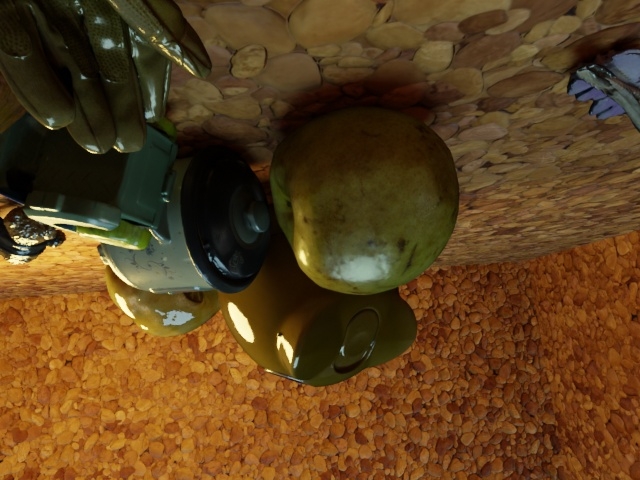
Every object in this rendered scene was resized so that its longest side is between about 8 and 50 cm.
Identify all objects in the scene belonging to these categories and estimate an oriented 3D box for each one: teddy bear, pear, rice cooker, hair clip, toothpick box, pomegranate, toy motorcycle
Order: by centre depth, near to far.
[{"bbox_3d":[-0.379,-0.109,0.614,0.325,0.192,0.200,6,169,18],"label":"toy motorcycle"},{"bbox_3d":[0.452,-0.216,0.660,0.291,0.085,0.106,10,168,-36],"label":"hair clip"},{"bbox_3d":[0.073,-0.072,0.714,0.303,0.305,0.304,-5,169,-1],"label":"pear"},{"bbox_3d":[-0.233,-0.031,0.825,0.315,0.265,0.316,-3,175,0],"label":"rice cooker"},{"bbox_3d":[-0.026,0.132,1.053,0.408,0.410,0.425,3,-157,-36],"label":"toothpick box"},{"bbox_3d":[-0.716,-0.009,1.057,0.251,0.130,0.181,-14,168,41],"label":"teddy bear"},{"bbox_3d":[-0.406,0.093,1.208,0.331,0.333,0.332,-5,169,-1],"label":"pomegranate"}]

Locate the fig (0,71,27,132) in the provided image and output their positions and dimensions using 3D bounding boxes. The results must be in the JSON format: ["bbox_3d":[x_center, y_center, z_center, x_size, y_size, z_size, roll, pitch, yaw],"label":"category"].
[{"bbox_3d":[-0.362,-0.158,0.445,0.118,0.153,0.119,1,140,1],"label":"fig"}]

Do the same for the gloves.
[{"bbox_3d":[-0.185,-0.196,0.307,0.154,0.141,0.331,-29,162,-9],"label":"gloves"}]
